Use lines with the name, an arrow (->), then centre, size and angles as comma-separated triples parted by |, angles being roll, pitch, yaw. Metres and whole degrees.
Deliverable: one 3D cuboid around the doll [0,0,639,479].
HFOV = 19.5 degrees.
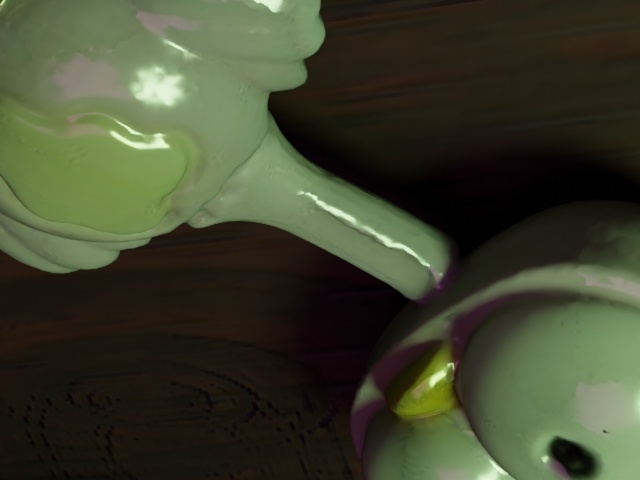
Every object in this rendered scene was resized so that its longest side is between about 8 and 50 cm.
doll -> 0.000, 0.000, 0.592 | 0.365, 0.094, 0.160 | 36, 131, -14
